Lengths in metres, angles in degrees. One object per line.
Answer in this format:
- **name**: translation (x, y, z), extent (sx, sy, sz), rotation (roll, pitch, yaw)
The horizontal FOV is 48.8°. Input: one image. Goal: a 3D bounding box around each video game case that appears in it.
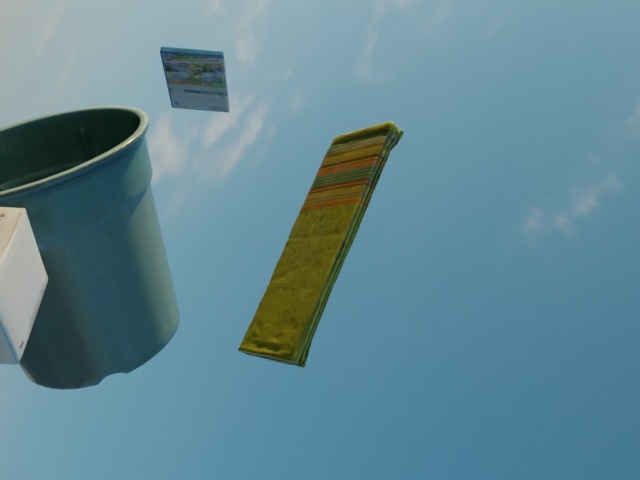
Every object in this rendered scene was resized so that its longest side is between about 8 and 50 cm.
- **video game case**: translation (-0.242, -0.312, 1.380), extent (0.166, 0.119, 0.015), rotation (96, -1, -62)

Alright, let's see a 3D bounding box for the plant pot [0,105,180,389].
- **plant pot**: translation (-0.377, 0.016, 1.049), extent (0.341, 0.341, 0.334), rotation (33, -40, 54)

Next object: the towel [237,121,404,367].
- **towel**: translation (0.000, 0.000, 0.648), extent (0.102, 0.021, 0.237), rotation (-4, -122, 58)

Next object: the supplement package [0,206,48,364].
- **supplement package**: translation (-0.354, 0.037, 0.626), extent (0.105, 0.179, 0.105), rotation (97, -5, -46)
